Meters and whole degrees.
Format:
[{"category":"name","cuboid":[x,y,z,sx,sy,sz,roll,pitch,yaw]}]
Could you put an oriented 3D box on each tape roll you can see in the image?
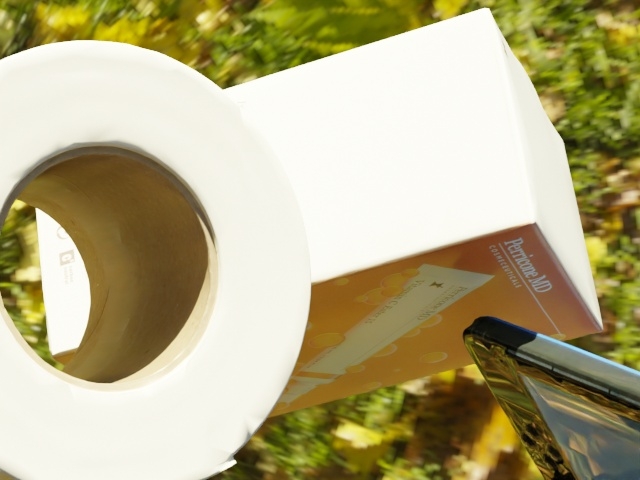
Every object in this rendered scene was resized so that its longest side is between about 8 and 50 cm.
[{"category":"tape roll","cuboid":[-0.151,0.024,1.052,0.246,0.169,0.246,4,82,-31]}]

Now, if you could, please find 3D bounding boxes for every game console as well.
[{"category":"game console","cuboid":[0.176,0.215,1.186,0.173,0.293,0.250,-42,119,-18]}]

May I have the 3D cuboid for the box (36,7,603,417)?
[{"category":"box","cuboid":[0.000,0.000,1.354,0.345,0.215,0.168,-16,63,15]}]
